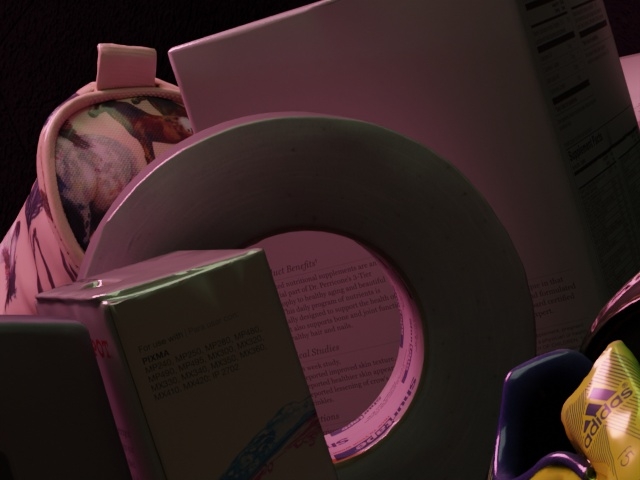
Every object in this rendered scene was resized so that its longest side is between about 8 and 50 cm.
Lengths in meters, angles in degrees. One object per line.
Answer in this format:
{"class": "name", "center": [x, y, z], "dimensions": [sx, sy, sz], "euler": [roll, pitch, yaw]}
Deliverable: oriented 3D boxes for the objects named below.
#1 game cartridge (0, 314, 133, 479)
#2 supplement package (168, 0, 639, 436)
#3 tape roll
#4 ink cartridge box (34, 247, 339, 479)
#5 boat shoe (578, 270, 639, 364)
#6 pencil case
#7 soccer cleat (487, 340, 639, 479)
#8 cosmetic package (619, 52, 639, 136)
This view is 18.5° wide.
{"class": "game cartridge", "center": [-0.205, 0.142, 0.724], "dimensions": [0.297, 0.198, 0.062], "euler": [-19, 6, -27]}
{"class": "supplement package", "center": [0.074, -0.020, 1.115], "dimensions": [0.199, 0.263, 0.198], "euler": [-14, 7, 23]}
{"class": "tape roll", "center": [-0.010, 0.048, 0.935], "dimensions": [0.219, 0.219, 0.072], "euler": [-18, 5, -6]}
{"class": "ink cartridge box", "center": [-0.048, 0.094, 0.818], "dimensions": [0.072, 0.175, 0.127], "euler": [-19, 6, -20]}
{"class": "boat shoe", "center": [0.246, 0.035, 0.749], "dimensions": [0.355, 0.132, 0.130], "euler": [-15, 6, 35]}
{"class": "pencil case", "center": [-0.168, 0.018, 1.437], "dimensions": [0.160, 0.184, 0.410], "euler": [9, -21, -18]}
{"class": "soccer cleat", "center": [0.110, 0.095, 0.610], "dimensions": [0.093, 0.121, 0.289], "euler": [-18, 6, -8]}
{"class": "cosmetic package", "center": [0.233, -0.042, 1.314], "dimensions": [0.197, 0.155, 0.365], "euler": [-28, 10, -27]}
